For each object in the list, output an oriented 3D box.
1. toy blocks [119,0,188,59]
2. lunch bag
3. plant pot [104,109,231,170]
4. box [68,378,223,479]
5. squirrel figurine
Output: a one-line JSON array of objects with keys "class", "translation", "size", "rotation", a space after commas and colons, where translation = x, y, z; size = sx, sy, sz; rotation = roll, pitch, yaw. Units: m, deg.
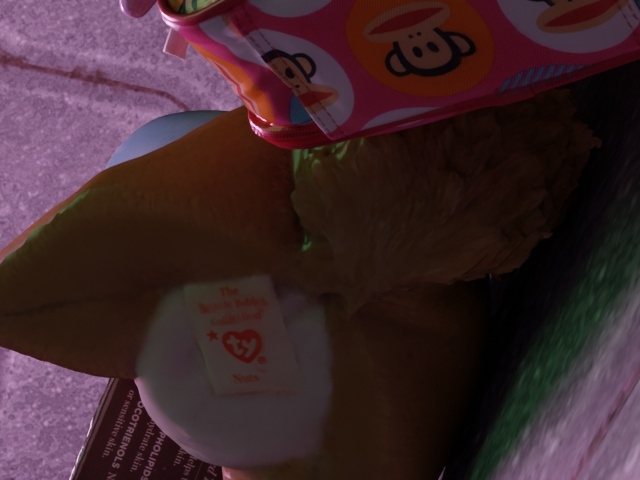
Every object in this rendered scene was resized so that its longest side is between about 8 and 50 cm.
[{"class": "toy blocks", "translation": [-0.071, -0.257, 0.991], "size": [0.288, 0.309, 0.260], "rotation": [25, -98, -76]}, {"class": "lunch bag", "translation": [0.081, -0.183, 0.749], "size": [0.293, 0.120, 0.258], "rotation": [-13, 43, 33]}, {"class": "plant pot", "translation": [-0.056, 0.000, 1.620], "size": [0.195, 0.290, 0.290], "rotation": [-8, 53, 44]}, {"class": "box", "translation": [-0.091, 0.223, 1.136], "size": [0.168, 0.203, 0.167], "rotation": [121, 170, -61]}, {"class": "squirrel figurine", "translation": [0.031, -0.040, 1.013], "size": [0.397, 0.281, 0.370], "rotation": [-49, 3, 30]}]
